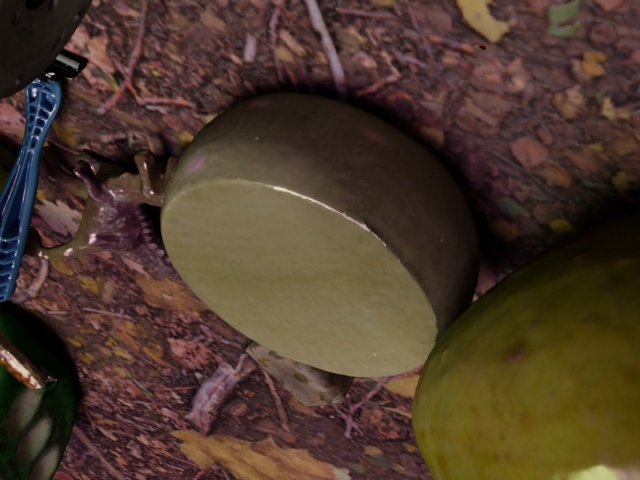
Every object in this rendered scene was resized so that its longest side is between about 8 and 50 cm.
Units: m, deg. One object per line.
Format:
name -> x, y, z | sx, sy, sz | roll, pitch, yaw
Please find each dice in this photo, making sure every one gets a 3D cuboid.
dice -> -0.496, 0.223, 1.453 | 0.300, 0.287, 0.297 | 24, 145, 11

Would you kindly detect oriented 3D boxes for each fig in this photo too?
fig -> 0.196, 0.110, 0.769 | 0.326, 0.258, 0.258 | -3, 135, 45

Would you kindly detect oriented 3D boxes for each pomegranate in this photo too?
pomegranate -> -0.319, -0.061, 1.121 | 0.084, 0.073, 0.073 | 20, 152, 52

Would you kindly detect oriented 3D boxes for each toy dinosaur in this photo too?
toy dinosaur -> -0.171, -0.002, 1.084 | 0.200, 0.072, 0.251 | 11, 136, 14

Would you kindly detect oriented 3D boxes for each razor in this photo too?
razor -> -0.257, -0.056, 1.024 | 0.082, 0.042, 0.253 | 23, 116, 9

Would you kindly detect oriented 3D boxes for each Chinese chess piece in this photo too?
Chinese chess piece -> 0.000, 0.000, 0.914 | 0.250, 0.101, 0.250 | 21, 147, 14

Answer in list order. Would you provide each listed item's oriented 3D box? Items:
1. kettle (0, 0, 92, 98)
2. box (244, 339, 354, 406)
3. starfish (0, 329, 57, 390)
kettle -> -0.265, -0.246, 0.757 | 0.255, 0.165, 0.240 | 31, 119, 5
box -> -0.019, 0.116, 1.146 | 0.098, 0.045, 0.062 | 46, 144, -22
starfish -> -0.464, -0.031, 1.177 | 0.398, 0.132, 0.383 | 6, 119, 48
